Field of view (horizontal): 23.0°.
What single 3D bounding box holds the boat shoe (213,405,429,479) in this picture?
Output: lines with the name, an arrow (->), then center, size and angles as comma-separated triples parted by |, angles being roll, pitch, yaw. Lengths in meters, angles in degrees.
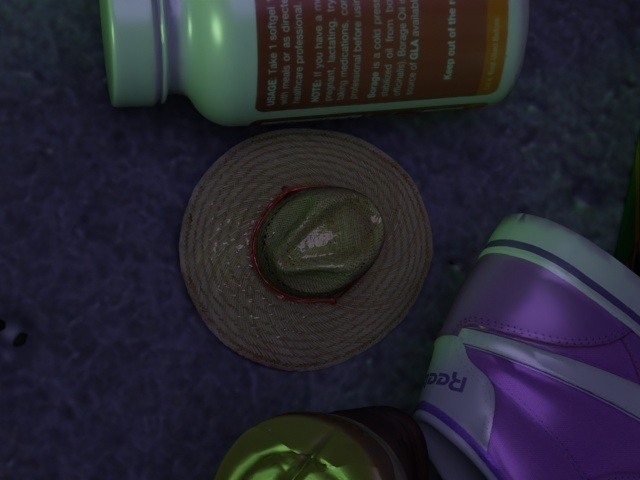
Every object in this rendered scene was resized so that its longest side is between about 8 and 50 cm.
boat shoe -> -0.016, 0.240, 0.757 | 0.123, 0.123, 0.342 | 15, 99, 22

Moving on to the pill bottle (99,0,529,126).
pill bottle -> -0.007, -0.124, 0.838 | 0.216, 0.121, 0.121 | -5, 80, -11

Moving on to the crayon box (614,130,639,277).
crayon box -> 0.248, -0.111, 0.838 | 0.081, 0.202, 0.318 | 16, 75, -6

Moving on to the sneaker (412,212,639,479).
sneaker -> 0.170, 0.127, 0.815 | 0.282, 0.102, 0.161 | 32, 70, -10

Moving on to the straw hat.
straw hat -> 0.000, 0.000, 0.837 | 0.144, 0.061, 0.144 | 1, 85, -14
